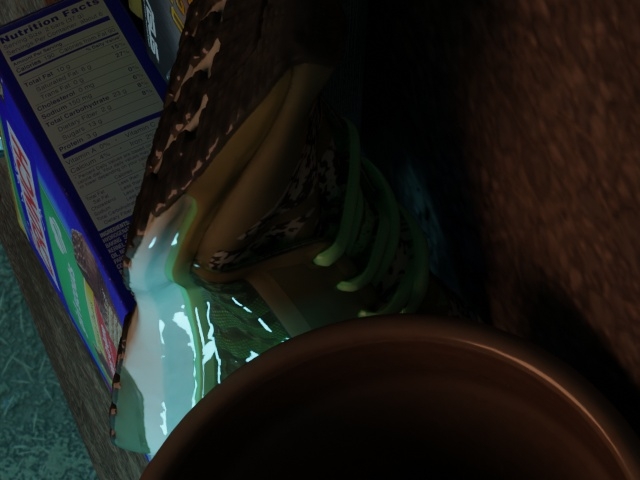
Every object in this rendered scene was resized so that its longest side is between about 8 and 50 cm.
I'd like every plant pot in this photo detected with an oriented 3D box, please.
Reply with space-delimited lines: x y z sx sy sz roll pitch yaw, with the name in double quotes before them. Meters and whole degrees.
"plant pot" 0.054 0.198 0.865 0.263 0.263 0.229 58 179 30

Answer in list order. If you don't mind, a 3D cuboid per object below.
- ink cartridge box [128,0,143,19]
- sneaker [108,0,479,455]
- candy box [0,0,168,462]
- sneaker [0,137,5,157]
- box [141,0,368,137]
"ink cartridge box" -0.148 -0.224 1.224 0.171 0.056 0.235 45 152 52
"sneaker" 0.000 0.000 0.906 0.410 0.182 0.158 107 174 -63
"candy box" -0.139 0.008 1.398 0.317 0.122 0.268 59 164 30
"sneaker" -0.251 -0.122 1.564 0.086 0.132 0.229 63 165 11
"box" -0.043 -0.123 1.009 0.183 0.056 0.231 59 163 28
